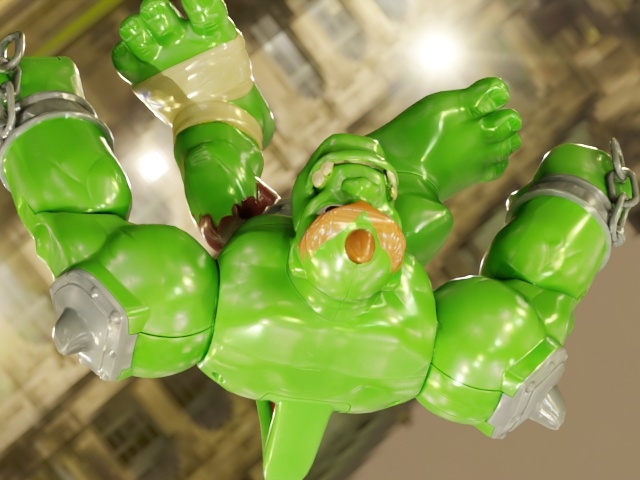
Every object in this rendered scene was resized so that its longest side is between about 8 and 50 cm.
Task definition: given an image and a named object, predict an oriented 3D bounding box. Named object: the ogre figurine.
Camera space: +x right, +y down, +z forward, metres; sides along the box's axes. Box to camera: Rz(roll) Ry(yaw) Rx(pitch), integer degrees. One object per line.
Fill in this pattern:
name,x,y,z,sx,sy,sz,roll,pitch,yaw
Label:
ogre figurine,0.000,0.000,0.518,0.097,0.197,0.118,-48,-151,33
